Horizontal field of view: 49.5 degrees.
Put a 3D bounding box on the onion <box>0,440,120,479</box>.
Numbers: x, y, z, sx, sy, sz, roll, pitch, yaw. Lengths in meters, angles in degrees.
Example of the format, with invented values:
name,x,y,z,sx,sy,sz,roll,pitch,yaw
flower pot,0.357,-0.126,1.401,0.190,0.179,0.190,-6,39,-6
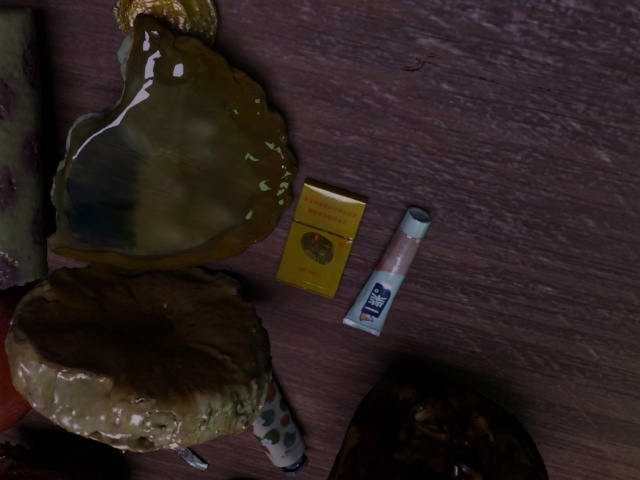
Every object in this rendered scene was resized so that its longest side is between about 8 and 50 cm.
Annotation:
name,x,y,z,sx,sy,sz,roll,pitch,yaw
onion,-0.434,0.463,1.147,0.281,0.221,0.281,24,143,19

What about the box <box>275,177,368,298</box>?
name,x,y,z,sx,sy,sz,roll,pitch,yaw
box,0.000,0.000,0.925,0.087,0.023,0.155,17,119,-1

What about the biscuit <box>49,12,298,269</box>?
name,x,y,z,sx,sy,sz,roll,pitch,yaw
biscuit,-0.195,-0.099,0.836,0.329,0.078,0.335,-12,123,-5

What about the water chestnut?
name,x,y,z,sx,sy,sz,roll,pitch,yaw
water chestnut,0.162,0.332,0.878,0.335,0.335,0.347,33,146,-6

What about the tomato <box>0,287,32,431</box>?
name,x,y,z,sx,sy,sz,roll,pitch,yaw
tomato,-0.478,0.163,0.996,0.208,0.208,0.184,-28,122,22

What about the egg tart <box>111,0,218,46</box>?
name,x,y,z,sx,sy,sz,roll,pitch,yaw
egg tart,-0.186,-0.260,0.811,0.130,0.052,0.130,5,121,8

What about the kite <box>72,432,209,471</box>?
name,x,y,z,sx,sy,sz,roll,pitch,yaw
kite,-0.302,0.277,1.134,0.335,0.011,0.314,-33,107,25

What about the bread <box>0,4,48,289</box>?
name,x,y,z,sx,sy,sz,roll,pitch,yaw
bread,-0.432,-0.112,0.843,0.187,0.155,0.338,6,103,22

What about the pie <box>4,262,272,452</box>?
name,x,y,z,sx,sy,sz,roll,pitch,yaw
pie,-0.216,0.121,0.861,0.339,0.339,0.083,16,121,3

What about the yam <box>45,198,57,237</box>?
name,x,y,z,sx,sy,sz,roll,pitch,yaw
yam,-0.400,-0.030,0.964,0.299,0.066,0.066,9,118,6

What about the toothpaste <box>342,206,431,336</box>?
name,x,y,z,sx,sy,sz,roll,pitch,yaw
toothpaste,0.091,0.047,0.926,0.056,0.036,0.205,24,123,-1

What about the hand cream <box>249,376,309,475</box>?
name,x,y,z,sx,sy,sz,roll,pitch,yaw
hand cream,-0.092,0.241,1.042,0.059,0.095,0.276,12,133,56
